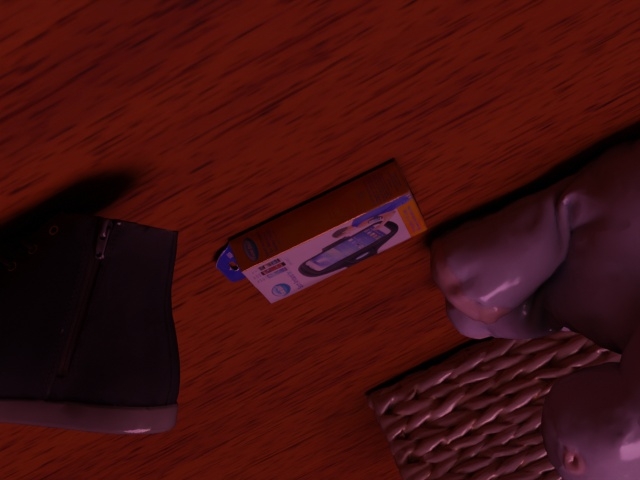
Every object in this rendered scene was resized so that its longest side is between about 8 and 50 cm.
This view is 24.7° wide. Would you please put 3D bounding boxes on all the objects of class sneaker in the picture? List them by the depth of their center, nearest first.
[{"bbox_3d":[-0.184,0.039,0.810,0.222,0.118,0.083,4,179,3],"label":"sneaker"}]

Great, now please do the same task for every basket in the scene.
[{"bbox_3d":[0.262,0.229,1.457,0.331,0.266,0.328,-26,159,6],"label":"basket"}]

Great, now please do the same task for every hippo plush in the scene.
[{"bbox_3d":[0.250,0.062,1.085,0.294,0.236,0.234,-33,157,22],"label":"hippo plush"}]

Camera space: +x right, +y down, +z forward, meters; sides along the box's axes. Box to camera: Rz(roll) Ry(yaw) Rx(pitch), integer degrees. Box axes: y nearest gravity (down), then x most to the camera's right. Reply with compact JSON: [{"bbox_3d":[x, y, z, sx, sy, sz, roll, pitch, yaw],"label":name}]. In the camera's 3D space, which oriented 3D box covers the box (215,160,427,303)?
[{"bbox_3d":[0.000,0.000,0.964,0.136,0.028,0.081,-28,159,3],"label":"box"}]
